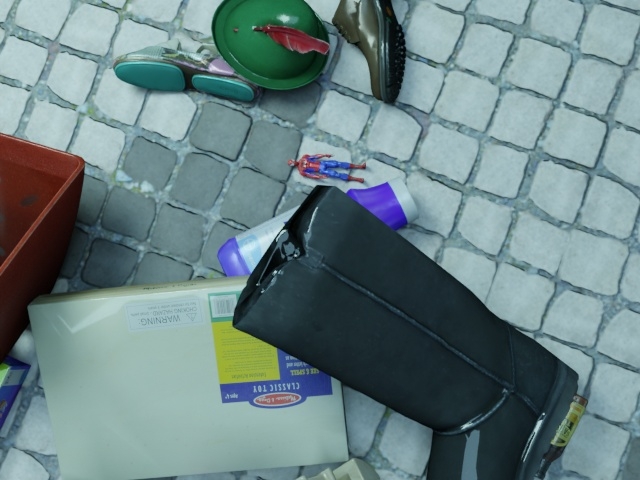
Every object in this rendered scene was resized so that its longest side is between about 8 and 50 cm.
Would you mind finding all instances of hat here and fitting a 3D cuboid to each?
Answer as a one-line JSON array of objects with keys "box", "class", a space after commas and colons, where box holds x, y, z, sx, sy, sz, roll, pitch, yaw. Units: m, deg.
[{"box": [-0.044, -0.324, 1.210, 0.208, 0.183, 0.173, 38, 65, 3], "class": "hat"}]

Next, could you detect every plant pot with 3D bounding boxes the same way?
[{"box": [-0.485, 0.021, 1.160, 0.267, 0.236, 0.267, 16, 45, 6], "class": "plant pot"}]

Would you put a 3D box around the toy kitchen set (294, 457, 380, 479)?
[{"box": [0.024, 0.413, 1.136, 0.122, 0.166, 0.207, -40, 67, 27], "class": "toy kitchen set"}]

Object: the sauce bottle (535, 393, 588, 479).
[{"box": [0.326, 0.270, 1.202, 0.042, 0.042, 0.128, 26, 84, 6], "class": "sauce bottle"}]

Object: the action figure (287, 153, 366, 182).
[{"box": [0.008, -0.108, 1.280, 0.115, 0.030, 0.038, 7, 88, 6], "class": "action figure"}]

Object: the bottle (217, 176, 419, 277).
[{"box": [0.000, 0.000, 1.232, 0.282, 0.092, 0.118, -25, 88, 0], "class": "bottle"}]

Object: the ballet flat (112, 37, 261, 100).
[{"box": [-0.193, -0.261, 1.296, 0.221, 0.077, 0.079, 8, 65, 0], "class": "ballet flat"}]

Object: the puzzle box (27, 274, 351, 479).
[{"box": [-0.172, 0.189, 1.191, 0.408, 0.052, 0.272, -5, 104, 2], "class": "puzzle box"}]

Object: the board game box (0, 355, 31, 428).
[{"box": [-0.602, 0.289, 1.238, 0.233, 0.078, 0.347, 23, 84, 6], "class": "board game box"}]

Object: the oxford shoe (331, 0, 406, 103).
[{"box": [0.070, -0.309, 1.287, 0.096, 0.083, 0.227, -11, 83, 25], "class": "oxford shoe"}]

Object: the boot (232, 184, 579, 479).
[{"box": [0.081, 0.192, 1.077, 0.445, 0.146, 0.367, 37, 69, -23], "class": "boot"}]
